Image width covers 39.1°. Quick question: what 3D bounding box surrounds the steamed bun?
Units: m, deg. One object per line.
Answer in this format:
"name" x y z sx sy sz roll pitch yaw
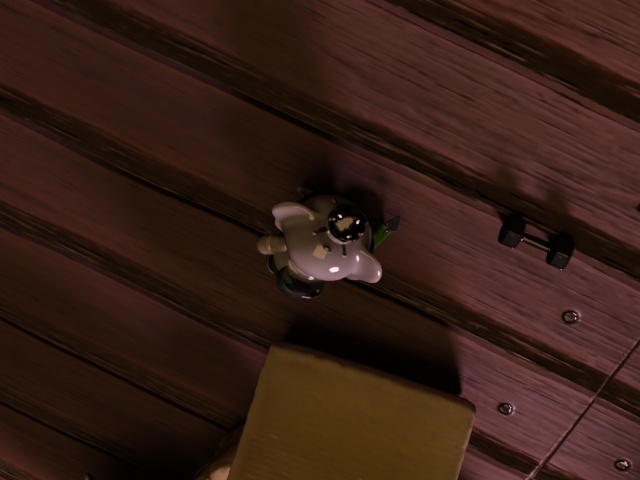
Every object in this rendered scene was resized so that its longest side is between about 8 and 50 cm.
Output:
"steamed bun" -0.085 0.338 1.274 0.177 0.106 0.192 24 132 -3

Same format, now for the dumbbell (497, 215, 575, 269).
"dumbbell" 0.242 0.002 1.014 0.083 0.036 0.040 23 125 2

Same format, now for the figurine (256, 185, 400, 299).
"figurine" 0.000 0.000 1.029 0.147 0.126 0.192 29 156 -14

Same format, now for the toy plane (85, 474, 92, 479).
"toy plane" -0.353 0.492 1.461 0.160 0.082 0.234 2 124 47

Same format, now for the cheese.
"cheese" 0.033 0.275 1.123 0.265 0.124 0.243 17 83 6
